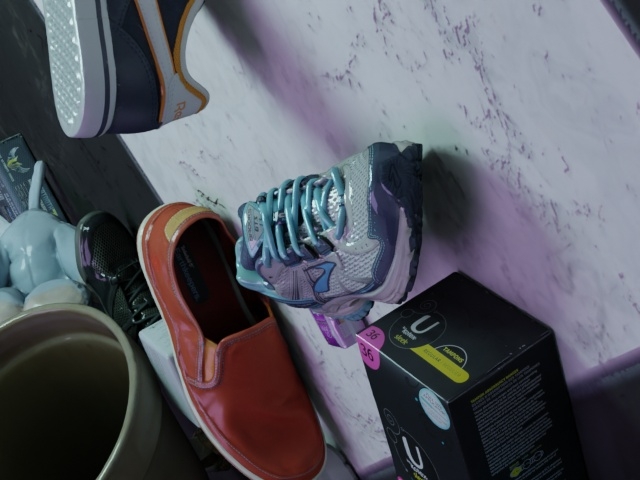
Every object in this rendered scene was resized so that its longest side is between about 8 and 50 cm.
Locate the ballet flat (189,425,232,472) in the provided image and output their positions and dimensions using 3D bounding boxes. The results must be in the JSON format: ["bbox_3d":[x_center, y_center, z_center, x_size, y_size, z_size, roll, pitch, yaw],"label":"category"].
[{"bbox_3d":[-0.145,0.261,2.136,0.073,0.067,0.206,53,160,15],"label":"ballet flat"}]

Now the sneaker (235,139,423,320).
[{"bbox_3d":[0.000,0.000,1.261,0.283,0.122,0.110,126,150,-68],"label":"sneaker"}]

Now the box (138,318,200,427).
[{"bbox_3d":[-0.128,0.132,1.852,0.087,0.102,0.101,31,147,58],"label":"box"}]

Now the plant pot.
[{"bbox_3d":[-0.276,0.281,1.974,0.323,0.323,0.280,38,173,45],"label":"plant pot"}]

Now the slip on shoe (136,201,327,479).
[{"bbox_3d":[-0.086,0.112,1.711,0.101,0.123,0.331,-10,105,65],"label":"slip on shoe"}]

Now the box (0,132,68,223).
[{"bbox_3d":[-0.413,-0.032,2.362,0.232,0.059,0.183,62,160,-9],"label":"box"}]

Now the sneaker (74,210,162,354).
[{"bbox_3d":[-0.215,0.069,2.005,0.130,0.087,0.227,4,116,51],"label":"sneaker"}]

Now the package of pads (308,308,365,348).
[{"bbox_3d":[0.008,0.057,1.517,0.083,0.032,0.050,63,163,-12],"label":"package of pads"}]

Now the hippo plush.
[{"bbox_3d":[-0.364,0.099,2.177,0.294,0.234,0.236,40,152,42],"label":"hippo plush"}]

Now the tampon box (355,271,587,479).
[{"bbox_3d":[0.115,0.130,1.260,0.120,0.101,0.161,33,148,50],"label":"tampon box"}]

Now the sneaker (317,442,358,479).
[{"bbox_3d":[0.022,0.361,1.787,0.297,0.129,0.111,55,156,6],"label":"sneaker"}]

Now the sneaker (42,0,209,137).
[{"bbox_3d":[-0.169,-0.243,1.395,0.126,0.128,0.321,155,108,-65],"label":"sneaker"}]
